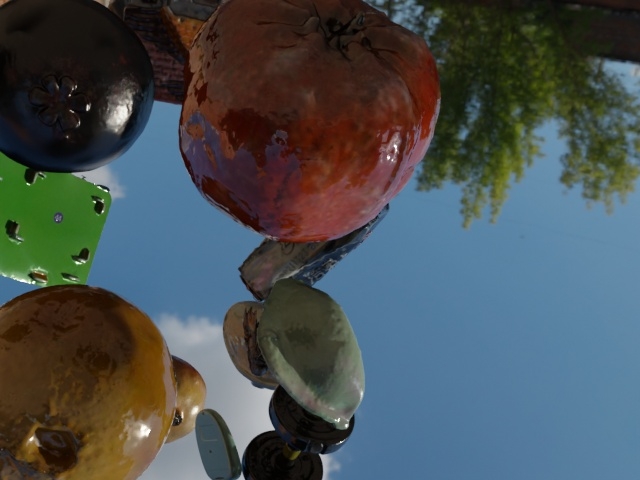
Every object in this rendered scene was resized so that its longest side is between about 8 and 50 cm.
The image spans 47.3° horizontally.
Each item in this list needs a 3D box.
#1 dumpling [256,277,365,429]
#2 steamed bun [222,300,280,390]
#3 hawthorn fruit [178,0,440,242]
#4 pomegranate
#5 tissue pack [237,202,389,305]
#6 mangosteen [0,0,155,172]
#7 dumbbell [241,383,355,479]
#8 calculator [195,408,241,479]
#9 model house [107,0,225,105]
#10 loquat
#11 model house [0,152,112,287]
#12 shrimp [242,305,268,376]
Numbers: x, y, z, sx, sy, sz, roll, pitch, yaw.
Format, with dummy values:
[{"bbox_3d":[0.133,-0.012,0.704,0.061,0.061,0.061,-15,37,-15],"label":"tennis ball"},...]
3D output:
[{"bbox_3d":[-0.023,0.152,0.977,0.149,0.105,0.216,-10,-112,-25],"label":"dumpling"},{"bbox_3d":[-0.106,0.326,2.174,0.384,0.236,0.247,14,-174,30],"label":"steamed bun"},{"bbox_3d":[-0.020,-0.093,0.685,0.242,0.271,0.241,11,-136,-11],"label":"hawthorn fruit"},{"bbox_3d":[-0.330,0.329,1.505,0.191,0.191,0.191,4,-155,-2],"label":"pomegranate"},{"bbox_3d":[0.000,0.000,1.364,0.123,0.245,0.332,47,-166,6],"label":"tissue pack"},{"bbox_3d":[-0.430,-0.250,1.195,0.297,0.296,0.314,-14,-170,-36],"label":"mangosteen"},{"bbox_3d":[-0.039,0.332,1.210,0.143,0.325,0.143,17,-147,-12],"label":"dumbbell"},{"bbox_3d":[-0.173,0.358,1.233,0.021,0.152,0.095,-11,174,-45],"label":"calculator"},{"bbox_3d":[-0.290,-0.433,1.565,0.360,0.338,0.297,5,174,-21],"label":"model house"},{"bbox_3d":[-0.367,0.222,1.055,0.329,0.328,0.328,4,-155,-2],"label":"loquat"},{"bbox_3d":[-0.661,-0.052,1.439,0.313,0.242,0.358,6,169,30],"label":"model house"},{"bbox_3d":[-0.084,0.128,0.943,0.029,0.092,0.038,-11,168,-22],"label":"shrimp"}]
